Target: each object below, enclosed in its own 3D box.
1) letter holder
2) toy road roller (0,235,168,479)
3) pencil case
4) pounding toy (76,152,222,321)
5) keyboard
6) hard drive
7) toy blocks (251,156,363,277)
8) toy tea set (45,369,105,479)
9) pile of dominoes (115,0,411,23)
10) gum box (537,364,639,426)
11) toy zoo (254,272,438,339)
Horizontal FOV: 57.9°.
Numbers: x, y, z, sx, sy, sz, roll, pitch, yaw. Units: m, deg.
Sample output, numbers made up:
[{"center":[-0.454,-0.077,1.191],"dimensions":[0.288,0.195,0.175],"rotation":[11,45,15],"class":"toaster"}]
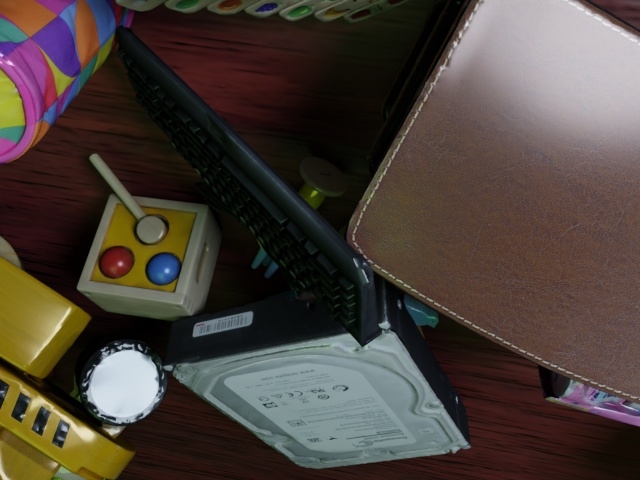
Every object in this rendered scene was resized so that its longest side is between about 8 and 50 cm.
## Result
[{"center":[0.185,-0.029,0.439],"dimensions":[0.302,0.152,0.214],"rotation":[26,104,-7],"class":"letter holder"},{"center":[-0.353,0.161,0.653],"dimensions":[0.329,0.240,0.202],"rotation":[41,159,-14],"class":"toy road roller"},{"center":[-0.216,-0.153,0.433],"dimensions":[0.104,0.236,0.104],"rotation":[0,128,1],"class":"pencil case"},{"center":[-0.183,-0.001,0.608],"dimensions":[0.130,0.141,0.100],"rotation":[7,156,7],"class":"pounding toy"},{"center":[-0.064,-0.032,0.488],"dimensions":[0.317,0.033,0.201],"rotation":[46,167,26],"class":"keyboard"},{"center":[0.018,0.173,0.654],"dimensions":[0.237,0.064,0.339],"rotation":[-14,140,18],"class":"hard drive"},{"center":[0.000,0.000,0.608],"dimensions":[0.123,0.054,0.148],"rotation":[29,127,-9],"class":"toy blocks"},{"center":[-0.457,0.262,0.862],"dimensions":[0.336,0.124,0.200],"rotation":[18,128,-2],"class":"toy tea set"},{"center":[0.024,-0.168,0.358],"dimensions":[0.196,0.251,0.040],"rotation":[-14,91,48],"class":"pile of dominoes"},{"center":[0.254,0.075,0.523],"dimensions":[0.107,0.188,0.062],"rotation":[14,129,1],"class":"gum box"},{"center":[0.011,0.135,0.722],"dimensions":[0.293,0.030,0.192],"rotation":[-20,120,25],"class":"toy zoo"}]
